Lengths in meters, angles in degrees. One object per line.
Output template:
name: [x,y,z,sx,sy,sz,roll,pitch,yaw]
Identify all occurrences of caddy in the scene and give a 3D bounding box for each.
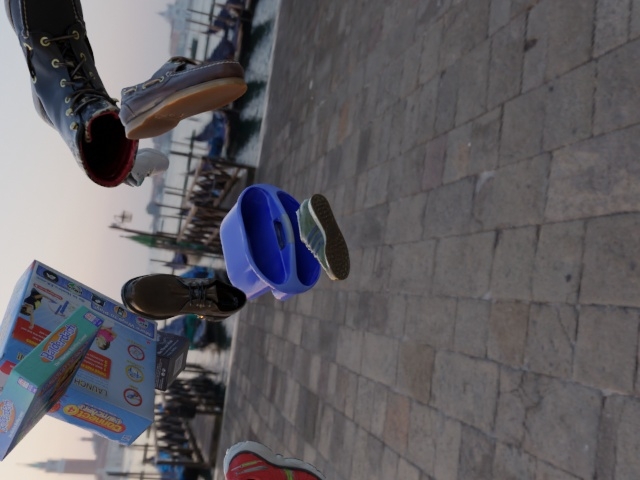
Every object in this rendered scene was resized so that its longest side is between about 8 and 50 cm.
caddy: [-0.130,0.006,1.649,0.179,0.241,0.341,-40,56,42]

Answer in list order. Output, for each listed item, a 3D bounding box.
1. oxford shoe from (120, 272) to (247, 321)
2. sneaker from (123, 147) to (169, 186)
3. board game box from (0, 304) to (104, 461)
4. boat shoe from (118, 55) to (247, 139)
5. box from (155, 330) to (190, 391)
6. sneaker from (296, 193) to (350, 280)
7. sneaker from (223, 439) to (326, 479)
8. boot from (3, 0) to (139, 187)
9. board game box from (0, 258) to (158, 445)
oxford shoe: [-0.224,0.089,1.019,0.096,0.227,0.082,-23,69,43]
sneaker: [-0.417,-0.157,1.353,0.094,0.212,0.080,48,117,21]
board game box: [-0.425,0.217,0.916,0.210,0.047,0.160,-52,4,31]
boat shoe: [-0.174,-0.181,0.714,0.207,0.073,0.073,-11,86,35]
box: [-0.433,0.293,1.510,0.156,0.158,0.093,-61,-17,-80]
sneaker: [0.000,0.000,1.298,0.086,0.064,0.192,-21,87,52]
sneaker: [-0.098,0.541,1.308,0.107,0.279,0.118,-42,30,32]
boot: [-0.455,-0.303,1.111,0.284,0.138,0.377,48,142,28]
board game box: [-0.482,0.221,1.207,0.086,0.308,0.302,-45,31,16]
